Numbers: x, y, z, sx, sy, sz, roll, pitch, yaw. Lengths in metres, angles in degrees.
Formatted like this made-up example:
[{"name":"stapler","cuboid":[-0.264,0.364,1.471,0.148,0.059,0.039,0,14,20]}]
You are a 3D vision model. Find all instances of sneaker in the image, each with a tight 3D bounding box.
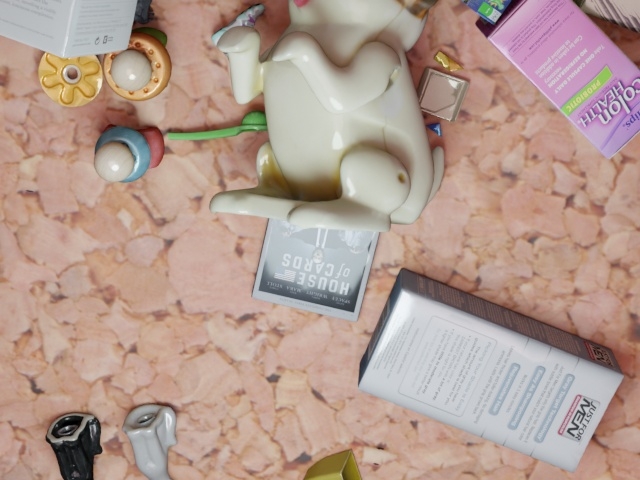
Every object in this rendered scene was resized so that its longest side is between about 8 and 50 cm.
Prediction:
[{"name":"sneaker","cuboid":[-0.110,-0.310,1.735,0.098,0.038,0.069,-33,104,21]}]

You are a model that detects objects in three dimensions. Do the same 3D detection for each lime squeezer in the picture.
[{"name":"lime squeezer","cuboid":[-0.090,-0.210,1.752,0.310,0.059,0.110,-36,102,13]}]

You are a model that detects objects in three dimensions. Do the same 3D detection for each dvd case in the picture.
[{"name":"dvd case","cuboid":[0.000,0.000,1.823,0.179,0.029,0.238,13,106,0]}]

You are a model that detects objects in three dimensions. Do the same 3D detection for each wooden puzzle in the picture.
[{"name":"wooden puzzle","cuboid":[0.185,-0.225,1.755,0.078,0.014,0.116,27,106,0]}]

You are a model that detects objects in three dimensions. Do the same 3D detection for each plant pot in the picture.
[{"name":"plant pot","cuboid":[0.017,0.411,1.919,0.083,0.081,0.081,-12,106,19]}]

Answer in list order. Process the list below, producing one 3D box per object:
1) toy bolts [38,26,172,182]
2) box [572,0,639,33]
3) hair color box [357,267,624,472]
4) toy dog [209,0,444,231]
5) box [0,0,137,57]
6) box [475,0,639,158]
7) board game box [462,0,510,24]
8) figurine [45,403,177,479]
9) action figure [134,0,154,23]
[{"name":"toy bolts","cuboid":[-0.327,-0.196,1.715,0.218,0.158,0.228,-1,106,4]},{"name":"box","cuboid":[0.511,-0.333,1.654,0.275,0.113,0.094,20,108,-1]},{"name":"hair color box","cuboid":[0.267,0.206,1.825,0.374,0.113,0.185,22,107,-3]},{"name":"toy dog","cuboid":[0.053,-0.224,1.608,0.395,0.284,0.408,1,97,-29]},{"name":"box","cuboid":[-0.355,-0.445,1.532,0.215,0.168,0.345,21,109,15]},{"name":"box","cuboid":[0.352,-0.258,1.630,0.243,0.213,0.117,42,104,-9]},{"name":"board game box","cuboid":[0.236,-0.395,1.604,0.035,0.201,0.136,28,108,-25]},{"name":"figurine","cuboid":[-0.335,0.393,1.936,0.215,0.092,0.209,-8,114,5]},{"name":"action figure","cuboid":[-0.216,-0.452,1.648,0.164,0.141,0.276,44,119,-7]}]
